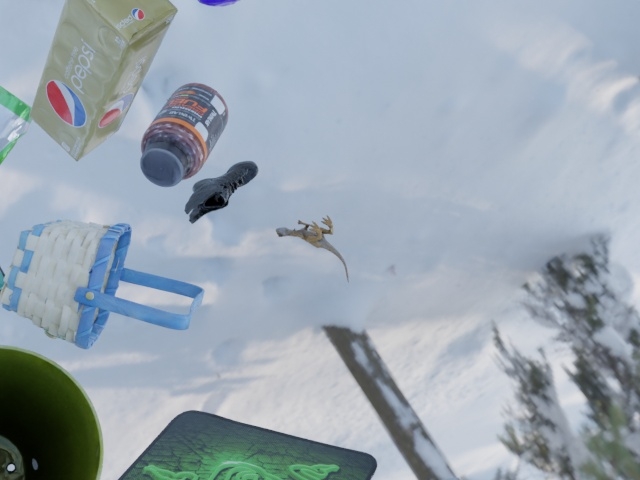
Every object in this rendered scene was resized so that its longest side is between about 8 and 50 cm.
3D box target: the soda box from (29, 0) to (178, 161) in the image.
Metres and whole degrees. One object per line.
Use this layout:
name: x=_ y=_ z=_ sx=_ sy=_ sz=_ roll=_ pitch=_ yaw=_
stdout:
soda box: x=-0.182 y=-0.142 z=0.685 sx=0.058 sy=0.061 sz=0.181 roll=-48 pitch=-177 yaw=-36

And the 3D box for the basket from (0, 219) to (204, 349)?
basket: x=-0.336 y=0.072 z=1.348 sx=0.255 sy=0.289 sz=0.201 roll=-109 pitch=-149 yaw=-85

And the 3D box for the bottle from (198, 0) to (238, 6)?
bottle: x=-0.124 y=-0.424 z=1.206 sx=0.092 sy=0.283 sz=0.118 roll=-9 pitch=118 yaw=14

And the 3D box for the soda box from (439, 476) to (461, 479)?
soda box: x=0.088 y=0.318 z=0.613 sx=0.084 sy=0.263 sz=0.092 roll=-4 pitch=-173 yaw=-19

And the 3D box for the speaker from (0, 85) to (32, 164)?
speaker: x=-0.580 y=-0.116 z=1.315 sx=0.296 sy=0.131 sz=0.131 roll=-55 pitch=152 yaw=-4

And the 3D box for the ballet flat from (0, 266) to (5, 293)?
ballet flat: x=-0.675 y=0.024 z=1.651 sx=0.074 sy=0.203 sz=0.074 roll=-24 pitch=169 yaw=-5

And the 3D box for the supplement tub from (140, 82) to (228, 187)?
supplement tub: x=-0.221 y=-0.166 z=1.342 sx=0.106 sy=0.198 sz=0.106 roll=6 pitch=127 yaw=8

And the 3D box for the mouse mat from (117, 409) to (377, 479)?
mouse mat: x=-0.067 y=0.193 z=0.644 sx=0.152 sy=0.190 sz=0.007 roll=-47 pitch=140 yaw=-53

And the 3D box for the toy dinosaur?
toy dinosaur: x=0.000 y=0.000 z=1.993 sx=0.064 sy=0.212 sz=0.112 roll=-57 pitch=173 yaw=-40

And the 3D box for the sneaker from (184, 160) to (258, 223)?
sneaker: x=-0.195 y=-0.098 z=1.679 sx=0.170 sy=0.089 sz=0.051 roll=-23 pitch=127 yaw=-6

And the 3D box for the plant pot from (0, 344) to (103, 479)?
plant pot: x=-0.459 y=0.308 z=1.135 sx=0.275 sy=0.274 sz=0.293 roll=-18 pitch=168 yaw=-30
